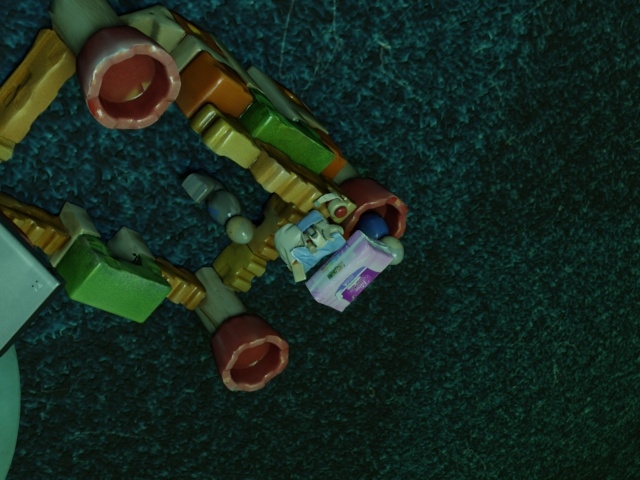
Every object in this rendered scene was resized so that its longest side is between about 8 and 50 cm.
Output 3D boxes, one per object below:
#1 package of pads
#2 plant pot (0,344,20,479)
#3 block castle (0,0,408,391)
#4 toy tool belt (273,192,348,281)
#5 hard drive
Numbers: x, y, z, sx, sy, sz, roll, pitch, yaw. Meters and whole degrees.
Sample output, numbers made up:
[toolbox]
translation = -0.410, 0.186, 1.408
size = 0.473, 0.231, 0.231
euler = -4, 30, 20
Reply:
[package of pads]
translation = 0.030, 0.030, 1.105
size = 0.083, 0.032, 0.050
euler = -47, 140, 15
[plant pot]
translation = -0.472, 0.146, 0.959
size = 0.334, 0.341, 0.341
euler = 4, 125, -48
[block castle]
translation = -0.134, -0.024, 1.116
size = 0.303, 0.213, 0.453
euler = -49, 139, 12
[toy tool belt]
translation = 0.000, 0.000, 1.033
size = 0.083, 0.051, 0.052
euler = -38, 143, 3
[hard drive]
translation = -0.292, 0.022, 0.925
size = 0.094, 0.135, 0.022
euler = -47, 175, 12
